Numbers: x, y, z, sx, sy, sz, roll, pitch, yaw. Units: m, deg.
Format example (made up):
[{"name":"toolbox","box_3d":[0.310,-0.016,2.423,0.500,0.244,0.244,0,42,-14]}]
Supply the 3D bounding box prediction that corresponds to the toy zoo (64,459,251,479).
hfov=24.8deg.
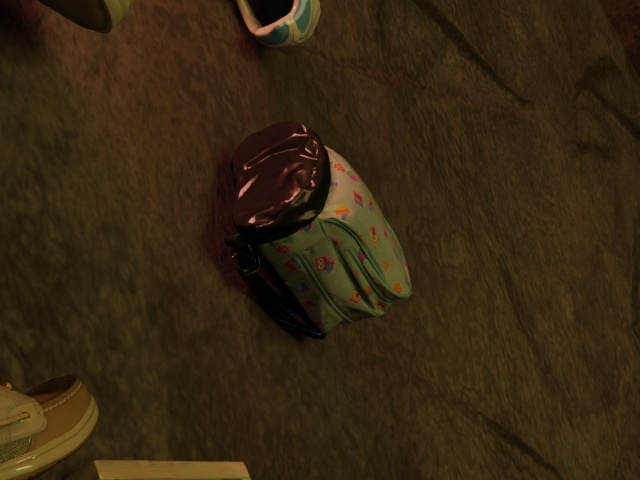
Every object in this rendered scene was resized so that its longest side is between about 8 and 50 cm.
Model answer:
[{"name":"toy zoo","box_3d":[-0.054,0.284,0.973,0.192,0.030,0.293,17,44,-60]}]

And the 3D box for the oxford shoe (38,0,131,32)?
[{"name":"oxford shoe","box_3d":[-0.268,-0.230,0.879,0.130,0.169,0.449,-59,151,-5]}]

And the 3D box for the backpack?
[{"name":"backpack","box_3d":[0.000,0.000,1.267,0.182,0.115,0.152,56,26,-35]}]

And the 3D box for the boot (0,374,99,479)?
[{"name":"boot","box_3d":[-0.217,0.068,0.818,0.213,0.077,0.165,-28,97,-62]}]

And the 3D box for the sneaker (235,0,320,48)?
[{"name":"sneaker","box_3d":[-0.065,-0.297,1.375,0.237,0.085,0.086,69,20,-1]}]
